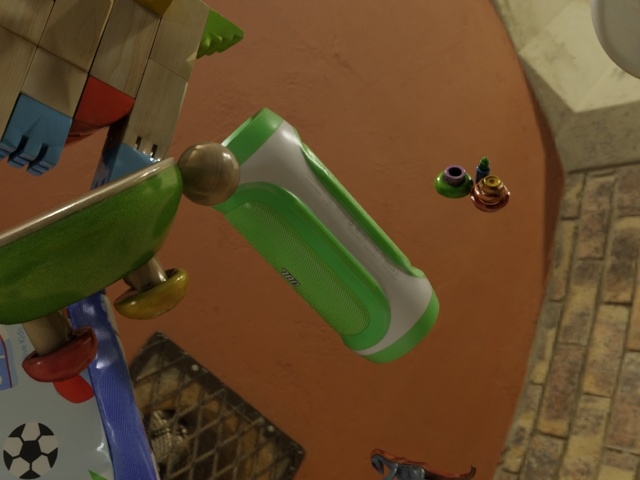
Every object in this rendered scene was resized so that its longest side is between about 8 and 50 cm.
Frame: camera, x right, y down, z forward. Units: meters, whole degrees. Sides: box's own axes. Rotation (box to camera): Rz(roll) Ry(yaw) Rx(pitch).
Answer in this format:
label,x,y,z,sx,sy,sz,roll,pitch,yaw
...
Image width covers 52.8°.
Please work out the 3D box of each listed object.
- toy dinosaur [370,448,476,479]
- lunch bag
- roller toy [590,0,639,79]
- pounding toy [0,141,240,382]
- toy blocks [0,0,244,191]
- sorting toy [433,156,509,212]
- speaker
label,x,y,z,sx,sy,sz,roll,pitch,yaw
toy dinosaur,0.079,0.203,0.557,0.090,0.082,0.047,-35,-49,-6
lunch bag,-0.304,0.257,0.636,0.239,0.385,0.328,12,-130,-57
roller toy,0.402,-0.271,0.695,0.146,0.209,0.191,-38,-71,-48
pounding toy,-0.155,0.019,0.471,0.110,0.183,0.237,66,-157,-13
toy blocks,-0.274,-0.175,0.597,0.381,0.190,0.261,27,-114,-37
sorting toy,0.195,-0.077,0.818,0.061,0.102,0.042,-44,-32,-30
speaker,0.000,0.000,0.715,0.296,0.131,0.131,47,-118,-15
